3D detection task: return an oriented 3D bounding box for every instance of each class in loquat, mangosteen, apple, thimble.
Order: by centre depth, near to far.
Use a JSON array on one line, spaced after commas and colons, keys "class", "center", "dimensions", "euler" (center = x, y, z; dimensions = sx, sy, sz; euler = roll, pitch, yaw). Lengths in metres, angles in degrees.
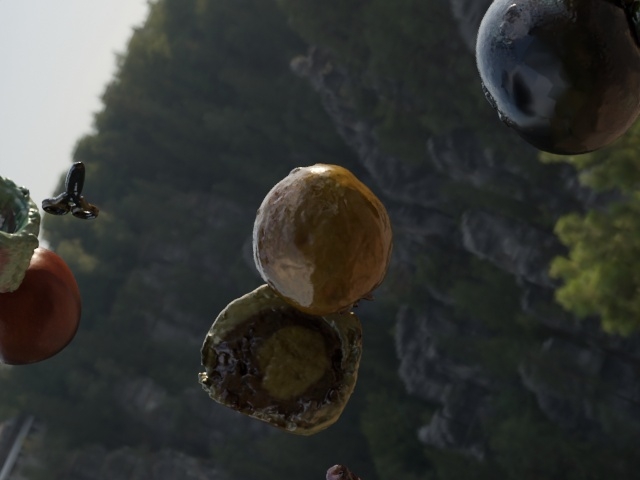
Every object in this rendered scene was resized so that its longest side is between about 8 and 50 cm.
[{"class": "loquat", "center": [0.000, 0.000, 1.630], "dimensions": [0.238, 0.238, 0.193], "euler": [-65, -16, 14]}, {"class": "mangosteen", "center": [0.419, -0.307, 1.760], "dimensions": [0.330, 0.330, 0.330], "euler": [-157, 90, -83]}, {"class": "thimble", "center": [-0.581, -0.011, 1.814], "dimensions": [0.185, 0.211, 0.149], "euler": [-32, -25, -56]}, {"class": "apple", "center": [-0.566, 0.123, 2.005], "dimensions": [0.218, 0.218, 0.201], "euler": [-76, -21, -54]}]

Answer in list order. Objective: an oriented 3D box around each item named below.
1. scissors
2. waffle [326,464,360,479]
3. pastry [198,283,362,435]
[{"class": "scissors", "center": [-0.365, -0.074, 1.557], "dimensions": [0.220, 0.088, 0.017], "euler": [134, 145, -66]}, {"class": "waffle", "center": [0.050, 0.426, 1.447], "dimensions": [0.234, 0.055, 0.221], "euler": [61, -161, -50]}, {"class": "pastry", "center": [-0.058, 0.204, 1.770], "dimensions": [0.170, 0.256, 0.236], "euler": [79, -147, -65]}]
